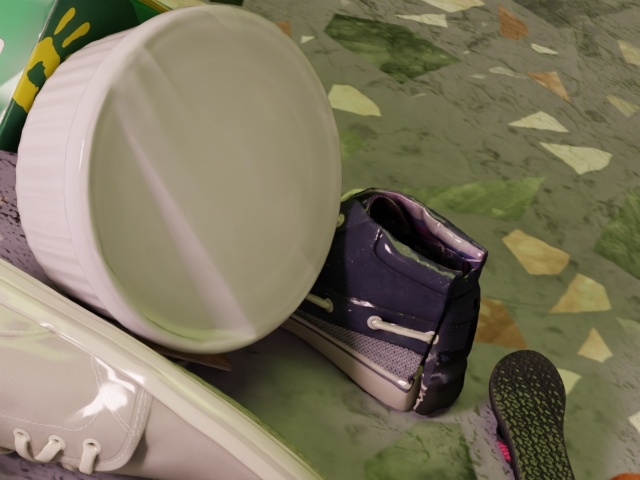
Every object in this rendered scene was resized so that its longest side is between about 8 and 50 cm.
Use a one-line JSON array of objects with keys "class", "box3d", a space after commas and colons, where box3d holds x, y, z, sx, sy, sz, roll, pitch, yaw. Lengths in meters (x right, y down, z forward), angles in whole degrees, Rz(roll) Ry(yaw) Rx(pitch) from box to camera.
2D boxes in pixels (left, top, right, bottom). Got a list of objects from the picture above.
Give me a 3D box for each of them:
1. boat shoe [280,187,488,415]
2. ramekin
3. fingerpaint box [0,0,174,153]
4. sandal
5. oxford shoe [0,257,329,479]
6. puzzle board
[{"class": "boat shoe", "box3d": [0.000, 0.000, 1.330, 0.340, 0.158, 0.127, 30, 37, 20]}, {"class": "ramekin", "box3d": [-0.118, -0.048, 1.188, 0.127, 0.273, 0.273, 3, 20, 43]}, {"class": "fingerpaint box", "box3d": [-0.339, -0.228, 1.386, 0.444, 0.163, 0.371, 28, 6, 20]}, {"class": "sandal", "box3d": [0.178, 0.171, 1.270, 0.067, 0.040, 0.179, 2, 50, -8]}, {"class": "oxford shoe", "box3d": [-0.190, 0.118, 1.136, 0.449, 0.169, 0.130, 28, 78, 6]}, {"class": "puzzle board", "box3d": [-0.138, 0.064, 1.286, 0.096, 0.011, 0.128, 18, 23, -39]}]
